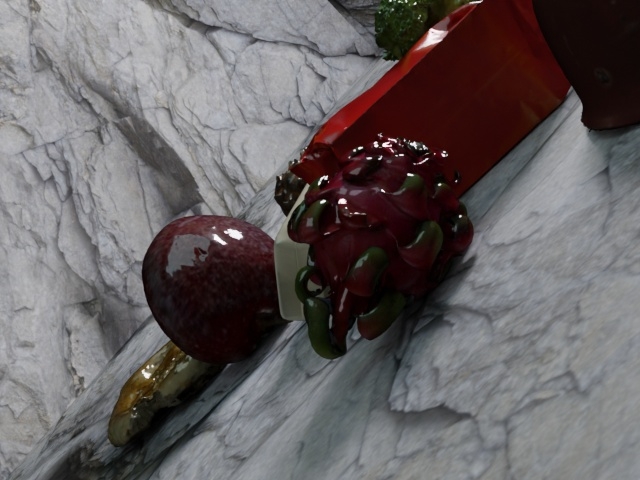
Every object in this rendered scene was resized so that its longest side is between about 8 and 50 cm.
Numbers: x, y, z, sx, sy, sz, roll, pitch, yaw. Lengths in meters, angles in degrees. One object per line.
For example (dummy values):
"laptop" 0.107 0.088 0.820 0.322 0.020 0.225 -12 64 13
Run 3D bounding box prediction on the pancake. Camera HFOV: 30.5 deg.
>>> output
"pancake" -0.251 0.223 2.105 0.382 0.071 0.382 -44 8 8

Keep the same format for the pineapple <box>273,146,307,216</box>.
"pineapple" 0.090 -0.142 1.982 0.361 0.175 0.175 -36 10 5

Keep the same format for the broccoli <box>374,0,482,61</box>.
"broccoli" 0.187 -0.265 1.739 0.186 0.254 0.302 2 35 41

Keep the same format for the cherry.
"cherry" -0.170 0.069 1.887 0.230 0.300 0.203 -52 -28 0

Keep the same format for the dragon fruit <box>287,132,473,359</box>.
"dragon fruit" 0.066 -0.005 1.362 0.273 0.218 0.198 -71 -10 -61

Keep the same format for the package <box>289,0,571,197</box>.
"package" 0.166 -0.176 1.633 0.423 0.196 0.123 -42 16 9

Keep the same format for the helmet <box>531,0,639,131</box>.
"helmet" 0.359 -0.318 1.320 0.337 0.230 0.385 -36 11 42

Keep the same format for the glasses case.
"glasses case" 0.000 0.000 1.767 0.070 0.131 0.313 0 22 12
